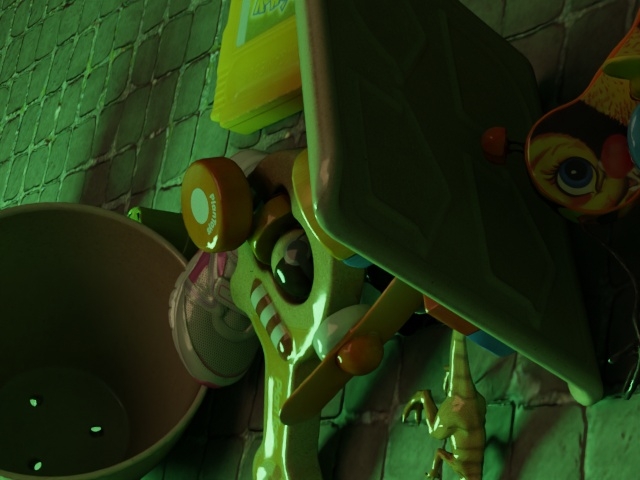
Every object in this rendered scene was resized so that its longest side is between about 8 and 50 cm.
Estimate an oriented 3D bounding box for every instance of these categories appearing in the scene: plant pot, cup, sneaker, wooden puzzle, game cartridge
[{"bbox_3d":[-0.186,-0.004,1.732,0.083,0.079,0.083,-35,46,45],"label":"plant pot"},{"bbox_3d":[-0.285,0.161,1.618,0.237,0.331,0.331,104,166,-54],"label":"cup"},{"bbox_3d":[0.070,0.042,1.307,0.170,0.051,0.089,-16,57,52],"label":"sneaker"},{"bbox_3d":[-0.074,0.026,1.504,0.111,0.103,0.252,0,74,61],"label":"sneaker"},{"bbox_3d":[0.072,-0.069,1.077,0.080,0.348,0.322,-27,48,27],"label":"wooden puzzle"},{"bbox_3d":[-0.018,-0.295,1.651,0.285,0.053,0.323,-19,56,54],"label":"game cartridge"}]

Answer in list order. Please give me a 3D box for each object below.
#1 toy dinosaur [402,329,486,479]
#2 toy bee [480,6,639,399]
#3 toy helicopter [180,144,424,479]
[{"bbox_3d":[0.110,0.126,1.160,0.112,0.064,0.211,-140,41,-66],"label":"toy dinosaur"},{"bbox_3d":[0.199,-0.074,1.014,0.195,0.162,0.298,92,-156,-62],"label":"toy bee"},{"bbox_3d":[-0.010,0.096,1.303,0.235,0.140,0.355,29,121,51],"label":"toy helicopter"}]
